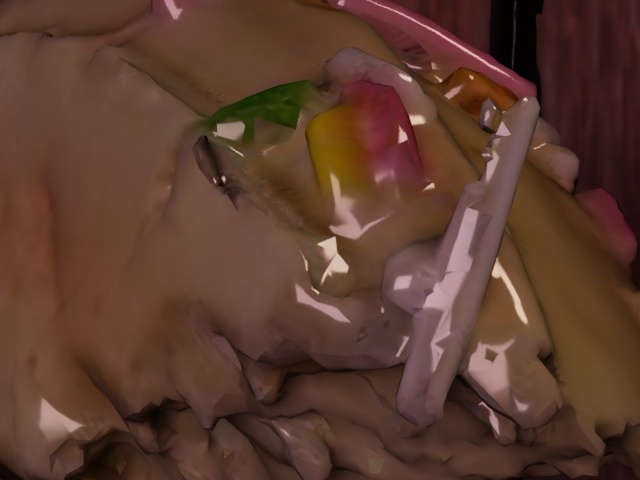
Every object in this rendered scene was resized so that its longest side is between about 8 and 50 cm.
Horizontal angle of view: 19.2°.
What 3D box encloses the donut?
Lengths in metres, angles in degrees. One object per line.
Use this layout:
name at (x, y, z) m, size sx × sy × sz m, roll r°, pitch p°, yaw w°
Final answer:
donut at (-0.061, 0.104, 0.502) m, size 0.307 × 0.150 × 0.371 m, roll 32°, pitch 109°, yaw 50°
